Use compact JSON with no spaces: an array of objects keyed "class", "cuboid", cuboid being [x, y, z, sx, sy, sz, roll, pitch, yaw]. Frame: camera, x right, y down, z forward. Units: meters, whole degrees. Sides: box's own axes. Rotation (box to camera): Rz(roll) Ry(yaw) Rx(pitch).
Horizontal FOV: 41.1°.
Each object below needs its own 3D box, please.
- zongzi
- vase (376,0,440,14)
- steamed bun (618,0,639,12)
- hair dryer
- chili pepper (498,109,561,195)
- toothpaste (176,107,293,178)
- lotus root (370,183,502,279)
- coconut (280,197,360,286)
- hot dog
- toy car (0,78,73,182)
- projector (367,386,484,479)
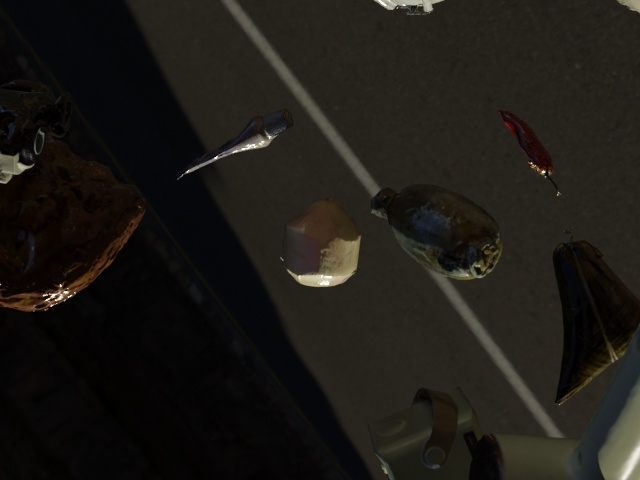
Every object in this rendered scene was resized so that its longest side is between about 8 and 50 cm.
[{"class":"zongzi","cuboid":[0.454,0.142,1.560,0.248,0.241,0.111,49,-177,-6]},{"class":"vase","cuboid":[0.052,-0.477,0.974,0.250,0.250,0.445,31,172,41]},{"class":"steamed bun","cuboid":[0.557,-0.474,1.211,0.309,0.309,0.309,42,155,24]},{"class":"hair dryer","cuboid":[0.253,0.158,0.695,0.203,0.128,0.362,6,132,-2]},{"class":"chili pepper","cuboid":[0.479,-0.212,1.943,0.059,0.050,0.268,25,-146,-50]},{"class":"toothpaste","cuboid":[-0.182,-0.206,1.829,0.099,0.282,0.068,7,-119,-62]},{"class":"lotus root","cuboid":[0.245,-0.028,1.771,0.349,0.175,0.175,36,153,47]},{"class":"coconut","cuboid":[0.000,0.000,1.787,0.171,0.171,0.183,17,108,55]},{"class":"hot dog","cuboid":[-0.457,-0.040,1.460,0.267,0.387,0.174,25,122,-1]},{"class":"toy car","cuboid":[-0.501,-0.182,1.345,0.301,0.193,0.118,-89,7,-68]},{"class":"projector","cuboid":[0.194,0.369,1.415,0.163,0.177,0.243,-111,-1,-80]}]
